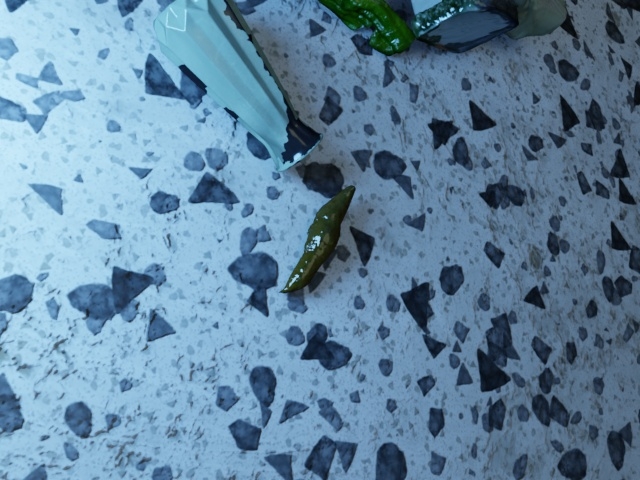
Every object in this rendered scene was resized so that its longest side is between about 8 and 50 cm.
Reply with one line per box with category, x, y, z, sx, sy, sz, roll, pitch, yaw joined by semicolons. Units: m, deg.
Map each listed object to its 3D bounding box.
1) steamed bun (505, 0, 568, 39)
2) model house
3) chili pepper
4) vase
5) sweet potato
steamed bun;0.475;-0.663;1.887;0.275;0.206;0.320;-24;100;-44
model house;0.301;-0.610;1.729;0.271;0.190;0.301;-8;75;-55
chili pepper;0.101;-0.506;1.644;0.253;0.099;0.083;33;51;-23
vase;-0.147;-0.300;1.386;0.360;0.165;0.165;50;55;-18
sweet potato;0.000;0.000;1.451;0.067;0.067;0.274;39;63;-19
